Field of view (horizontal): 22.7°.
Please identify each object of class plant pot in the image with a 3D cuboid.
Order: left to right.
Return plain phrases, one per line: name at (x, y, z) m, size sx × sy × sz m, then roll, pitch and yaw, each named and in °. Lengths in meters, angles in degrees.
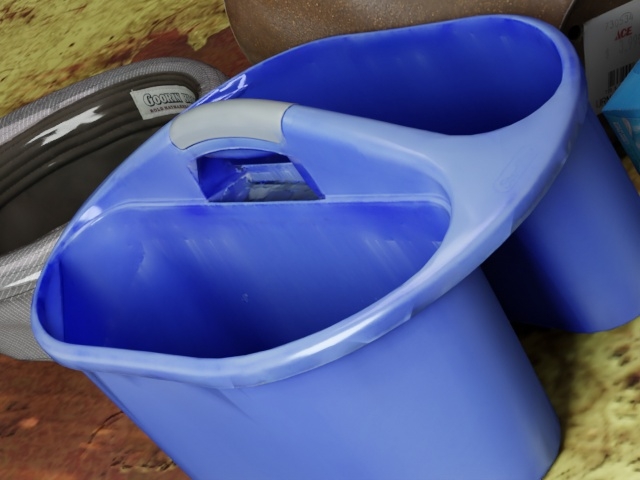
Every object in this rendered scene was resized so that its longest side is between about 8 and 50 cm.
plant pot at (0.094, -0.143, 0.911) m, size 0.215 × 0.215 × 0.230 m, roll -43°, pitch 42°, yaw -12°

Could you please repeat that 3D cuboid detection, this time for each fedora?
fedora at (-0.155, -0.004, 1.041) m, size 0.275 × 0.124 × 0.243 m, roll -28°, pitch 29°, yaw 0°

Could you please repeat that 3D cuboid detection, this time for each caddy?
caddy at (0.000, 0.000, 0.790) m, size 0.341 × 0.179 × 0.241 m, roll 0°, pitch 44°, yaw 51°

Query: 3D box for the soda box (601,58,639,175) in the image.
soda box at (0.232, -0.110, 0.802) m, size 0.067 × 0.071 × 0.210 m, roll 3°, pitch 47°, yaw 52°
